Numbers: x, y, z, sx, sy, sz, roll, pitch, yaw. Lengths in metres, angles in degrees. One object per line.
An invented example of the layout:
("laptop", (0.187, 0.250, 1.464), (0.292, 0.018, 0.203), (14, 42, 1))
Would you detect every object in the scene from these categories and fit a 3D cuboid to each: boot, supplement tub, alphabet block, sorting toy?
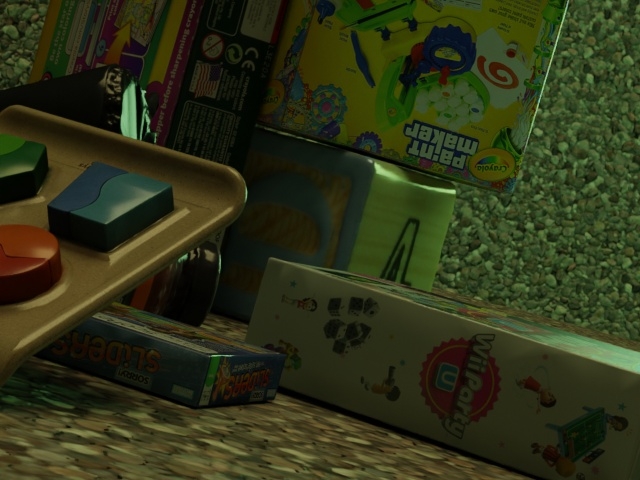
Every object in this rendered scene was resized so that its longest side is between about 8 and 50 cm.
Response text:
("boot", (-0.222, -0.097, 1.179), (0.207, 0.246, 0.094), (-11, -2, 17))
("supplement tub", (-0.180, 0.013, 1.308), (0.198, 0.106, 0.106), (15, 2, -20))
("alphabet block", (0.000, 0.000, 1.757), (0.192, 0.193, 0.197), (18, 3, 29))
("sorting toy", (-0.228, -0.022, 1.019), (0.307, 0.041, 0.229), (17, 38, 31))

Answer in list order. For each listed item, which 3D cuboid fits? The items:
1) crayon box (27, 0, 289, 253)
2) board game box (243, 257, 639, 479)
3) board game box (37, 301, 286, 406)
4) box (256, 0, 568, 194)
("crayon box", (-0.189, -0.140, 1.732), (0.106, 0.363, 0.313), (14, 3, -36))
("board game box", (0.124, 0.102, 1.278), (0.303, 0.098, 0.224), (17, 3, 23))
("board game box", (-0.140, 0.065, 1.143), (0.201, 0.035, 0.136), (16, 2, 21))
("box", (0.077, -0.222, 1.743), (0.290, 0.279, 0.177), (15, 2, -32))
